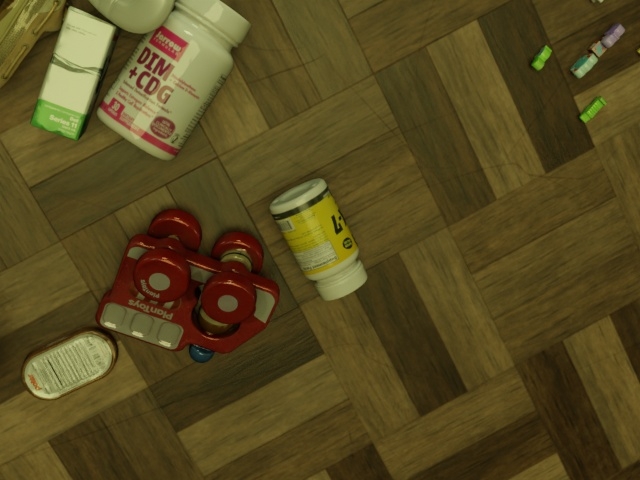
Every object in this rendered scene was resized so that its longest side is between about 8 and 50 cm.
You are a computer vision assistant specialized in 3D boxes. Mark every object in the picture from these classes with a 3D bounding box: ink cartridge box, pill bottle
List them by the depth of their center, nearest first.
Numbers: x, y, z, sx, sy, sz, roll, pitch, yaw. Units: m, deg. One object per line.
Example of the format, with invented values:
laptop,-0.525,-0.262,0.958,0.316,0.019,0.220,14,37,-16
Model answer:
ink cartridge box,-0.420,-0.290,1.615,0.086,0.153,0.209,19,99,-12
pill bottle,-0.253,-0.295,1.633,0.160,0.160,0.283,32,95,-13
pill bottle,0.000,0.000,1.752,0.119,0.119,0.209,-28,105,-2

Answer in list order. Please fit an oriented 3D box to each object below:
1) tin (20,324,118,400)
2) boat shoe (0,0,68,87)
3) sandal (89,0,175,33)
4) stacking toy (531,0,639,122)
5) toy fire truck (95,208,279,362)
tin,-0.478,0.233,1.777,0.189,0.040,0.106,-26,100,-2
boat shoe,-0.498,-0.411,1.609,0.341,0.121,0.110,-50,139,-4
sandal,-0.363,-0.533,1.521,0.169,0.102,0.416,-32,96,18
stacking toy,0.531,-0.361,1.785,0.167,0.052,0.221,41,94,-13
toy fire truck,-0.243,0.107,1.736,0.302,0.169,0.254,20,122,-11
